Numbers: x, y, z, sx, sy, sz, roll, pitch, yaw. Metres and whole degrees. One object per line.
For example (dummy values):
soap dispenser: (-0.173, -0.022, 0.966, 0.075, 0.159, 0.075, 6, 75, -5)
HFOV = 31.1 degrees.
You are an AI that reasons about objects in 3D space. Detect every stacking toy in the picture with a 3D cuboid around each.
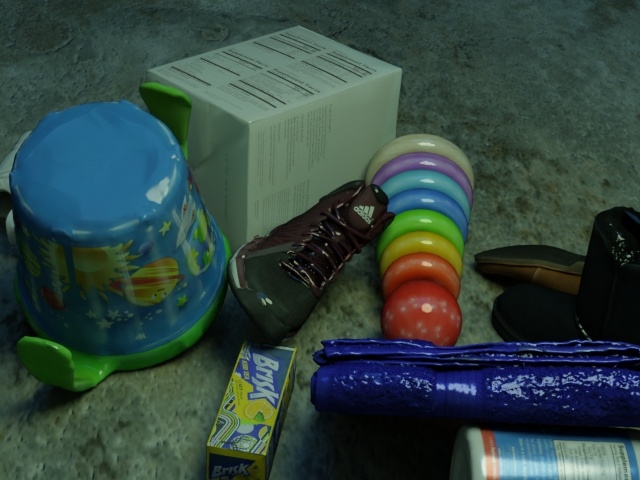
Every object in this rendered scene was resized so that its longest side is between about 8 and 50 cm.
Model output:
stacking toy: (0.122, 0.015, 1.350, 0.141, 0.141, 0.330, 4, 37, -1)

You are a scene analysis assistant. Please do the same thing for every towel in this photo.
towel: (0.152, 0.128, 1.083, 0.308, 0.076, 0.227, 2, -5, 6)

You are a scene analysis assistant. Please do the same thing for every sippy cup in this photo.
sippy cup: (-0.214, -0.016, 1.182, 0.240, 0.224, 0.306, -16, 60, -10)

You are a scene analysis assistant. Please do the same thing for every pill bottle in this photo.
pill bottle: (0.231, 0.225, 1.014, 0.221, 0.124, 0.124, 3, 31, -4)

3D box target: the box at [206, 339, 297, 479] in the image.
box: (-0.066, 0.170, 1.132, 0.059, 0.054, 0.169, 8, 31, 5)

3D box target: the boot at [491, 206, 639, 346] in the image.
boot: (0.293, 0.050, 1.226, 0.094, 0.207, 0.246, -17, 37, -30)

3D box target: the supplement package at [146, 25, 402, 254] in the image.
supplement package: (-0.060, -0.130, 1.480, 0.262, 0.199, 0.198, -25, 41, -39)

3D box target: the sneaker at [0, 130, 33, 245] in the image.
sneaker: (-0.283, -0.022, 1.396, 0.305, 0.114, 0.152, 22, 55, 25)

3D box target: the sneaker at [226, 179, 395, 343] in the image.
sneaker: (0.000, 0.000, 1.259, 0.162, 0.106, 0.281, -36, 10, 17)

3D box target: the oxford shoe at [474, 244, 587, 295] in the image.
oxford shoe: (0.273, 0.048, 1.367, 0.212, 0.076, 0.076, 11, 22, 41)
